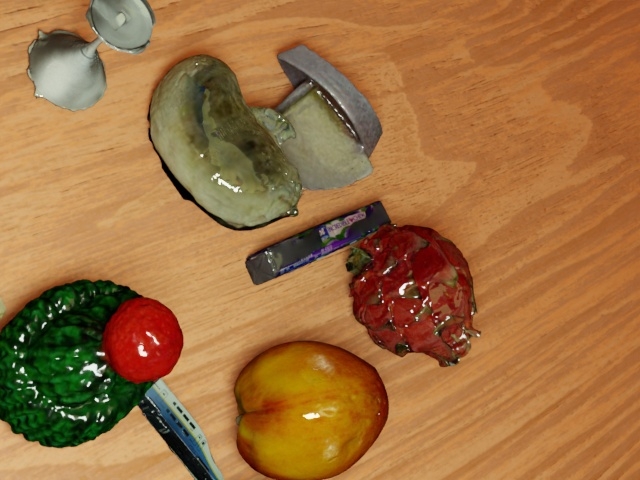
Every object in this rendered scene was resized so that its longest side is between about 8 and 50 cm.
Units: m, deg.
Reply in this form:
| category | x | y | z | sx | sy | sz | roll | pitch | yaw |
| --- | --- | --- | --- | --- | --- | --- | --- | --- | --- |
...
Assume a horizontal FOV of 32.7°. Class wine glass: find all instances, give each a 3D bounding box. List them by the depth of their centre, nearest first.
| category | x | y | z | sx | sy | sz | roll | pitch | yaw |
| --- | --- | --- | --- | --- | --- | --- | --- | --- | --- |
| wine glass | -0.377 | -0.323 | 1.813 | 0.156 | 0.232 | 0.156 | 12 | 69 | -33 |

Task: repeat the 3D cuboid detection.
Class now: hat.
| category | x | y | z | sx | sy | sz | roll | pitch | yaw |
| --- | --- | --- | --- | --- | --- | --- | --- | --- | --- |
| hat | -0.337 | 0.162 | 1.627 | 0.242 | 0.332 | 0.274 | 38 | 55 | -22 |

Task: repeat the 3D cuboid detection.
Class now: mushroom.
| category | x | y | z | sx | sy | sz | roll | pitch | yaw |
| --- | --- | --- | --- | --- | --- | --- | --- | --- | --- |
| mushroom | -0.166 | -0.176 | 1.941 | 0.247 | 0.130 | 0.344 | -25 | 90 | -8 |

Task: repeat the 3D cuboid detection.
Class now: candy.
| category | x | y | z | sx | sy | sz | roll | pitch | yaw |
| --- | --- | --- | --- | --- | --- | --- | --- | --- | --- |
| candy | 0.000 | 0.000 | 2.070 | 0.312 | 0.088 | 0.061 | -25 | 92 | -38 |

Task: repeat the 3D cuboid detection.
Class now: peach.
| category | x | y | z | sx | sy | sz | roll | pitch | yaw |
| --- | --- | --- | --- | --- | --- | --- | --- | --- | --- |
| peach | -0.013 | 0.289 | 1.857 | 0.281 | 0.281 | 0.238 | 2 | 81 | -35 |

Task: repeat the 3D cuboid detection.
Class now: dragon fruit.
| category | x | y | z | sx | sy | sz | roll | pitch | yaw |
| --- | --- | --- | --- | --- | --- | --- | --- | --- | --- |
| dragon fruit | 0.179 | 0.108 | 2.084 | 0.244 | 0.244 | 0.299 | -29 | 87 | -38 |

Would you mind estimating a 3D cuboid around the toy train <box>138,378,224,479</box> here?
| category | x | y | z | sx | sy | sz | roll | pitch | yaw |
| --- | --- | --- | --- | --- | --- | --- | --- | --- | --- |
| toy train | -0.223 | 0.338 | 1.830 | 0.234 | 0.052 | 0.051 | 53 | 49 | -10 |

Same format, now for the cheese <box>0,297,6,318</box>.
| category | x | y | z | sx | sy | sz | roll | pitch | yaw |
| --- | --- | --- | --- | --- | --- | --- | --- | --- | --- |
| cheese | -0.565 | 0.119 | 1.628 | 0.123 | 0.094 | 0.167 | 52 | 54 | -13 |

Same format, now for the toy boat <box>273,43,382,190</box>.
| category | x | y | z | sx | sy | sz | roll | pitch | yaw |
| --- | --- | --- | --- | --- | --- | --- | --- | --- | --- |
| toy boat | -0.013 | -0.210 | 2.127 | 0.276 | 0.111 | 0.293 | 32 | 69 | -16 |
